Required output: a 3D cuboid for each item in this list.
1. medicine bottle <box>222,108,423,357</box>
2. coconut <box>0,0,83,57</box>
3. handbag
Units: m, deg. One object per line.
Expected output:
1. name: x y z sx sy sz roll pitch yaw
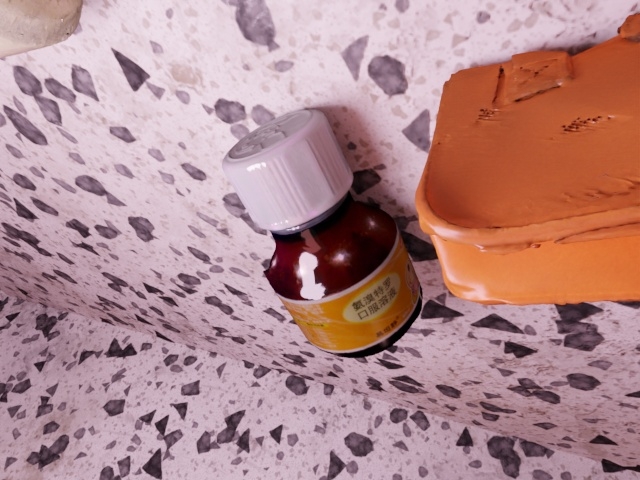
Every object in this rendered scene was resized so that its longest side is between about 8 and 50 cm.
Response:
1. medicine bottle: 0.000 0.000 0.664 0.243 0.242 0.394 -9 129 36
2. coconut: -0.426 -0.326 0.481 0.234 0.224 0.224 -4 139 13
3. handbag: 0.296 -0.097 0.323 0.411 0.303 0.116 -8 134 33
